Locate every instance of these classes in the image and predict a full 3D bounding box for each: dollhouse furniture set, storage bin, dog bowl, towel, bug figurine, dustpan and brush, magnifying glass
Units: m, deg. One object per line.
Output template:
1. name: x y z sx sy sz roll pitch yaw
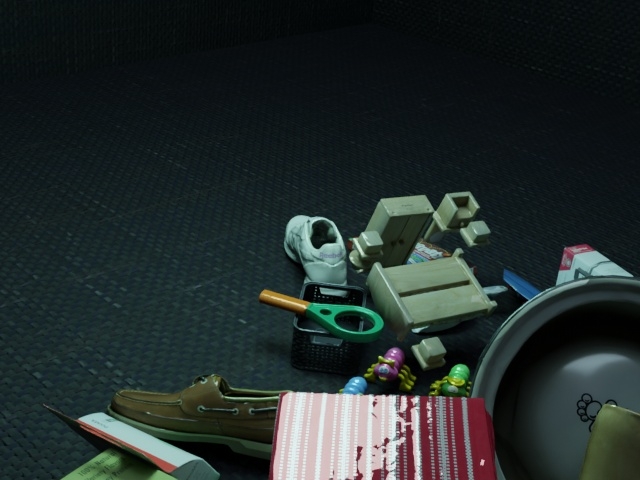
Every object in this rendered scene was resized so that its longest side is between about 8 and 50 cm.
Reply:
1. dollhouse furniture set: 0.215 0.103 1.822 0.303 0.174 0.355 -8 53 -28
2. storage bin: 0.016 0.158 1.777 0.122 0.084 0.180 7 26 3
3. dog bowl: 0.398 0.261 1.345 0.408 0.408 0.150 7 -11 3
4. towel: 0.078 0.260 1.172 0.275 0.031 0.199 2 32 2
5. bug figurine: 0.157 0.256 1.619 0.279 0.072 0.216 12 27 14
6. dustpan and brush: 0.269 0.120 1.927 0.211 0.060 0.147 -1 27 -13
7. magnifying glass: 0.000 0.130 1.713 0.231 0.026 0.092 17 29 18

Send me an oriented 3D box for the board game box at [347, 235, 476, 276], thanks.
1. board game box: 0.191 0.035 2.070 0.145 0.027 0.281 -11 22 -27

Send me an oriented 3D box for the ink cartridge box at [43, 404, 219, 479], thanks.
1. ink cartridge box: -0.257 0.280 1.344 0.181 0.225 0.056 19 64 24

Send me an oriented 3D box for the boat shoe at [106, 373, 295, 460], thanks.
1. boat shoe: -0.171 0.254 1.494 0.307 0.104 0.111 10 6 -1

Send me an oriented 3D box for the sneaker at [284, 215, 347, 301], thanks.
1. sneaker: 0.000 0.000 2.016 0.114 0.152 0.305 -4 26 -14

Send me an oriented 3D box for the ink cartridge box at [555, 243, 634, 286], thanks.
1. ink cartridge box: 0.558 0.091 1.986 0.063 0.109 0.150 -6 29 -25

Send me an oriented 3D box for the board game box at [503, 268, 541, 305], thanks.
1. board game box: 0.416 0.117 1.962 0.133 0.033 0.168 35 14 4

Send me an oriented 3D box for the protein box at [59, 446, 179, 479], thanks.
1. protein box: -0.249 0.387 1.182 0.201 0.136 0.200 18 26 27

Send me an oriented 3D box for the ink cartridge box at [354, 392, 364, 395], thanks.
1. ink cartridge box: 0.103 0.364 1.233 0.121 0.211 0.289 -19 36 -40

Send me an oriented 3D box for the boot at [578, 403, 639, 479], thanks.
1. boot: 0.417 0.371 1.202 0.236 0.269 0.089 24 -11 6
